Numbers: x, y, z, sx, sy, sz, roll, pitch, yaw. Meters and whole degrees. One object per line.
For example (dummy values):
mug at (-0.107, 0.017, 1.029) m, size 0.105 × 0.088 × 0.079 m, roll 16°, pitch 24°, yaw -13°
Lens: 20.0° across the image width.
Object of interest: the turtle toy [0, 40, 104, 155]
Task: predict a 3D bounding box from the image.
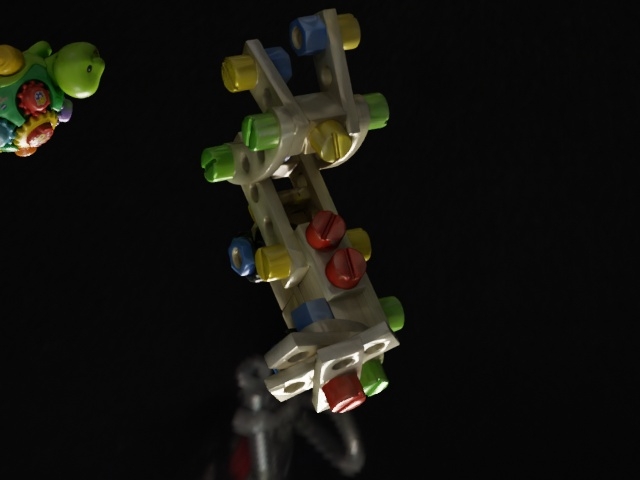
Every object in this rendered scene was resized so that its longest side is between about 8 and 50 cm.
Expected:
turtle toy at (-0.231, -0.116, 1.458) m, size 0.130 × 0.095 × 0.066 m, roll -42°, pitch -106°, yaw 9°

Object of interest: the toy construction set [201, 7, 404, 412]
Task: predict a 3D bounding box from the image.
toy construction set at (0.000, 0.000, 1.445) m, size 0.151 × 0.328 × 0.215 m, roll 2°, pitch -31°, yaw -20°
